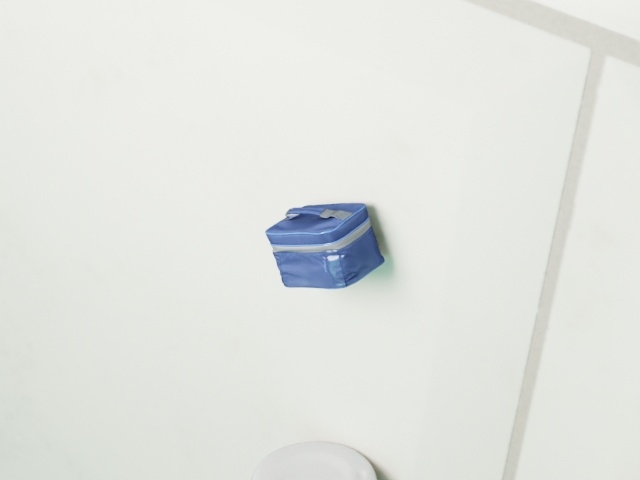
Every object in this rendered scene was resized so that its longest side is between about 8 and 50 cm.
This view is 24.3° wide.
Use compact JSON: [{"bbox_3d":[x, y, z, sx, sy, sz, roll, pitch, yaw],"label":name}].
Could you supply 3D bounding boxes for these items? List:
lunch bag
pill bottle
[{"bbox_3d":[0.000,0.000,1.308,0.098,0.067,0.065,-1,114,42],"label":"lunch bag"},{"bbox_3d":[-0.003,0.319,1.463,0.124,0.124,0.222,18,125,32],"label":"pill bottle"}]
